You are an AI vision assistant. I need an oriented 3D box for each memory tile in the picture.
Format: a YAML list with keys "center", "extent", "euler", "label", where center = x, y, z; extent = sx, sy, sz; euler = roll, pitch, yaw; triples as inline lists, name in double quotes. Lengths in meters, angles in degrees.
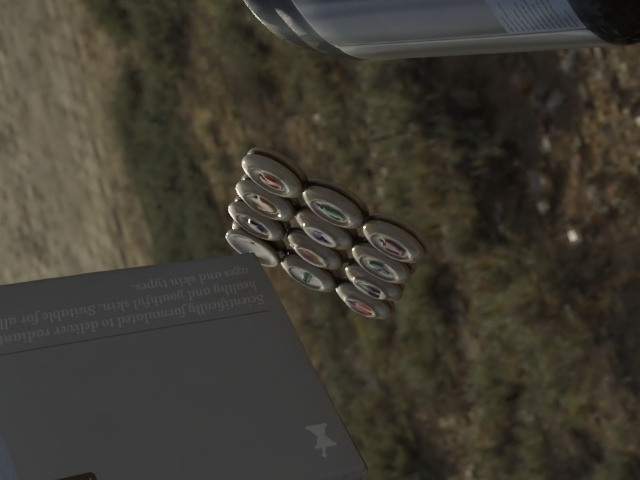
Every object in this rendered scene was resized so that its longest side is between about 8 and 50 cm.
- center: [0.000, 0.000, 0.896]
  extent: [0.113, 0.012, 0.148]
  euler: [29, 160, 3]
  label: "memory tile"

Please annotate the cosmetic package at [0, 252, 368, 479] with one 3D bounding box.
- center: [-0.098, 0.115, 0.583]
  extent: [0.107, 0.127, 0.238]
  euler: [60, 137, 28]
  label: "cosmetic package"

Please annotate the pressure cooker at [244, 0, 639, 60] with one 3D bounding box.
- center: [0.092, -0.333, 1.313]
  extent: [0.420, 0.375, 0.370]
  euler: [0, 110, 34]
  label: "pressure cooker"
